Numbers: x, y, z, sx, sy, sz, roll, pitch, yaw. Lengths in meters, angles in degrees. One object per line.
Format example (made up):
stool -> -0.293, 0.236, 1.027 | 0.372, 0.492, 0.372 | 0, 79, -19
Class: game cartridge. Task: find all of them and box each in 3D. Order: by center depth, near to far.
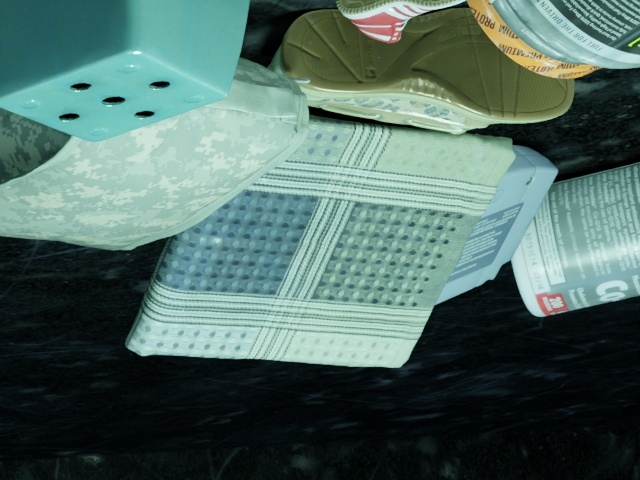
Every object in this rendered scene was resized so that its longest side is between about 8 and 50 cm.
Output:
game cartridge -> 0.141, -0.008, 1.863 | 0.297, 0.062, 0.198 | -20, 139, -45

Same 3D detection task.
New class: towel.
towel -> 0.000, 0.000, 1.652 | 0.324, 0.056, 0.312 | 6, 126, -28

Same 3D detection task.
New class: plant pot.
plant pot -> -0.139, -0.192, 1.010 | 0.165, 0.234, 0.165 | -17, 162, 25

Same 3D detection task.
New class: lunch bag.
lunch bag -> -0.180, -0.101, 1.424 | 0.235, 0.169, 0.287 | 7, 162, -43

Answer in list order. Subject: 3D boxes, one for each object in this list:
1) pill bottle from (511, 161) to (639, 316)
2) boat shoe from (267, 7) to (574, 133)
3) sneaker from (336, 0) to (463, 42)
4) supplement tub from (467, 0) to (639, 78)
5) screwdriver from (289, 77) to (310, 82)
pill bottle -> 0.381, -0.011, 2.044 | 0.283, 0.161, 0.161 | -13, 163, 16
boat shoe -> 0.093, -0.155, 1.528 | 0.285, 0.104, 0.089 | 7, 164, -16
sneaker -> 0.079, -0.204, 1.433 | 0.118, 0.042, 0.067 | -6, 162, 17
supplement tub -> 0.241, -0.239, 1.126 | 0.193, 0.193, 0.316 | 1, 161, -31
screwdriver -> -0.065, -0.143, 1.487 | 0.025, 0.024, 0.170 | -27, -158, -29
